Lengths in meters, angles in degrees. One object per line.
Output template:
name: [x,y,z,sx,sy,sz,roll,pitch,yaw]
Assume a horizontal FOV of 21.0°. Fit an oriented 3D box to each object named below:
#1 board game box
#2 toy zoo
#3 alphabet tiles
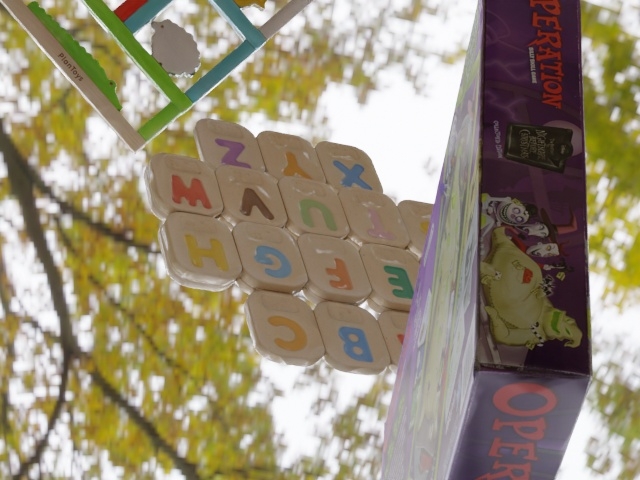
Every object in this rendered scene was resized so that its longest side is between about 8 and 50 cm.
board game box: [0.065,0.074,0.780,0.056,0.347,0.208,3,-129,-4]
toy zoo: [-0.120,-0.244,1.563,0.293,0.030,0.192,-42,-87,-6]
alphabet tiles: [0.000,0.000,1.396,0.284,0.021,0.278,10,-140,-26]
